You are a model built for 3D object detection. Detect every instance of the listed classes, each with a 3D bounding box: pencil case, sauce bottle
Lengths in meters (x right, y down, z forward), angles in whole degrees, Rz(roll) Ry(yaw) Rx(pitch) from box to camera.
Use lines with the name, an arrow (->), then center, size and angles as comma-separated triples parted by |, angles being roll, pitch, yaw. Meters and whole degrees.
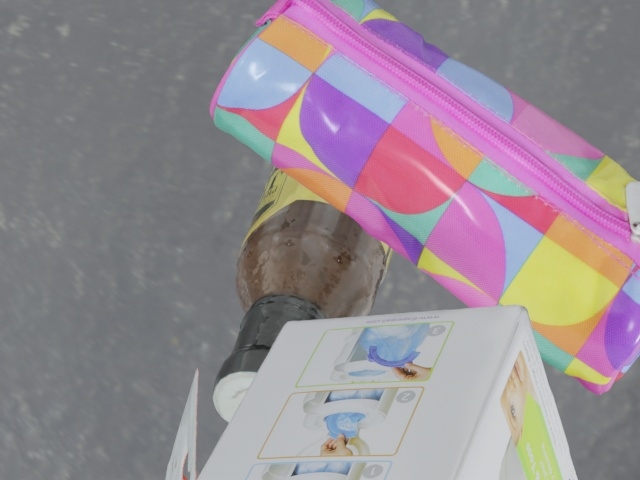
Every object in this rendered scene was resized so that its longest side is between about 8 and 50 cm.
pencil case -> 0.066, -0.031, 0.805 | 0.236, 0.104, 0.104 | 33, 85, 9
sauce bottle -> 0.000, 0.000, 1.335 | 0.111, 0.111, 0.344 | 49, 37, -24

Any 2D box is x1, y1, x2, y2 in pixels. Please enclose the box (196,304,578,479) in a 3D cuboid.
box -> 0.015, 0.128, 0.634 | 0.203, 0.103, 0.114 | -59, 137, -51

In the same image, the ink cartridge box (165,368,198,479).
ink cartridge box -> -0.126, 0.374, 1.830 | 0.091, 0.308, 0.385 | 9, 123, -10
